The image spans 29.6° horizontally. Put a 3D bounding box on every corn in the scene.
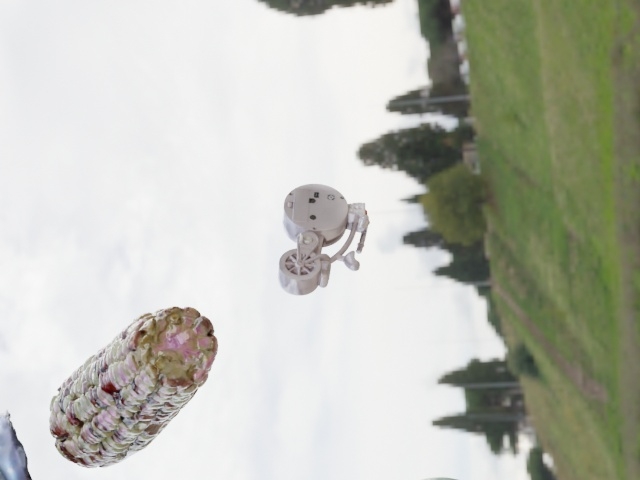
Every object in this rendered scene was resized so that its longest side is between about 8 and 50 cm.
[{"bbox_3d":[-0.155,0.118,0.969,0.280,0.092,0.092,135,142,-59],"label":"corn"}]

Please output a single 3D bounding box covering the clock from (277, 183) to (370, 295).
[{"bbox_3d":[0.000,0.000,1.163,0.041,0.087,0.129,96,-175,-47],"label":"clock"}]

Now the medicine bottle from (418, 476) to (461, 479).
[{"bbox_3d":[0.067,0.260,0.875,0.168,0.135,0.135,-24,-69,-57],"label":"medicine bottle"}]

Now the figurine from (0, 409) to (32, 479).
[{"bbox_3d":[-0.420,0.315,1.047,0.248,0.387,0.277,169,83,-72],"label":"figurine"}]
